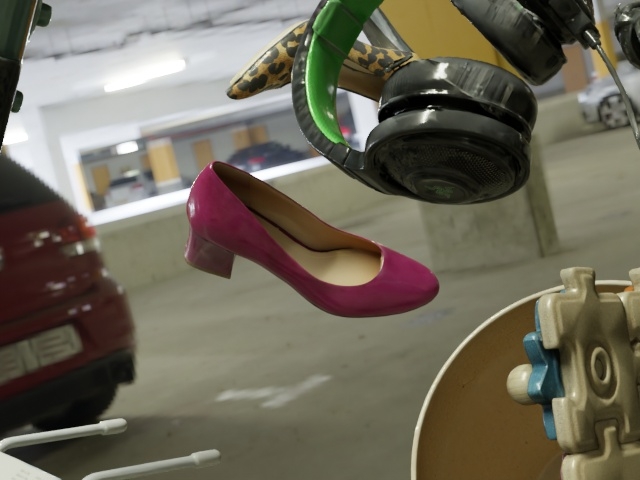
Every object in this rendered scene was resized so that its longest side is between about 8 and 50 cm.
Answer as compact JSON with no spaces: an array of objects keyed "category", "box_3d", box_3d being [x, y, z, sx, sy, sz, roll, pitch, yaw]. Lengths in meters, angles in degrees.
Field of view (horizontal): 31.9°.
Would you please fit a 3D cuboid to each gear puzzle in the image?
[{"category":"gear puzzle","box_3d":[0.214,0.106,0.672,0.044,0.175,0.339,-14,-11,40]}]

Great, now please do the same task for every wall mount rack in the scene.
[{"category":"wall mount rack","box_3d":[-0.294,0.287,1.226,0.350,0.130,0.304,6,45,49]}]

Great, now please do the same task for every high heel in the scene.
[{"category":"high heel","box_3d":[0.020,-0.196,1.441,0.261,0.186,0.093,-36,2,-24]},{"category":"high heel","box_3d":[0.000,0.000,1.545,0.377,0.127,0.181,8,-42,-10]}]

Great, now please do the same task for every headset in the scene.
[{"category":"headset","box_3d":[0.119,-0.148,0.864,0.394,0.243,0.185,23,-7,43]}]

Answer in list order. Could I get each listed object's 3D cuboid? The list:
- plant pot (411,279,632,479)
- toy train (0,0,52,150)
[{"category":"plant pot","box_3d":[0.224,0.197,0.867,0.284,0.284,0.191,-13,-27,7]},{"category":"toy train","box_3d":[-0.302,-0.218,0.987,0.142,0.333,0.190,15,4,-22]}]
